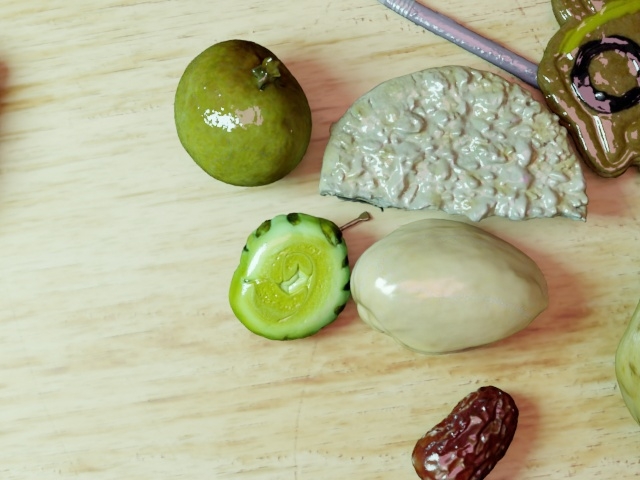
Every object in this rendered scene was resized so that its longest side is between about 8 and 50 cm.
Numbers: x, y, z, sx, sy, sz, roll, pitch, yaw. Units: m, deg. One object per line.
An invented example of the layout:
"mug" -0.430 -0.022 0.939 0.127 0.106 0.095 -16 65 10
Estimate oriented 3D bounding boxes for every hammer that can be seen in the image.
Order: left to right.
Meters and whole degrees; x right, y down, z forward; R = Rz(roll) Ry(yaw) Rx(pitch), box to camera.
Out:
"hammer" 0.000 0.000 0.985 0.123 0.014 0.029 -29 91 -3

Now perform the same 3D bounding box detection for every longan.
"longan" -0.077 -0.139 0.934 0.155 0.176 0.145 33 49 0

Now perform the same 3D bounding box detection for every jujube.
"jujube" 0.152 0.206 0.915 0.077 0.077 0.129 42 76 9

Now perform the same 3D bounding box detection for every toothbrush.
"toothbrush" 0.108 -0.260 1.004 0.354 0.029 0.024 30 89 8

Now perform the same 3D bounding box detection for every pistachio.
"pistachio" 0.131 0.043 0.914 0.201 0.117 0.145 -4 77 3

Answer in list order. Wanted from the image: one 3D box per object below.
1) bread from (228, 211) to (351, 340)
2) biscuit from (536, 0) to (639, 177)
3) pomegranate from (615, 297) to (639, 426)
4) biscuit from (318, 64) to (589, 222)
"bread" -0.032 0.037 0.942 0.130 0.071 0.139 1 102 -8
"biscuit" 0.345 -0.177 0.957 0.209 0.041 0.290 -20 80 -4
"pomegranate" 0.437 0.105 0.783 0.333 0.332 0.332 -1 82 5
"biscuit" 0.148 -0.103 0.954 0.281 0.084 0.179 9 78 4
